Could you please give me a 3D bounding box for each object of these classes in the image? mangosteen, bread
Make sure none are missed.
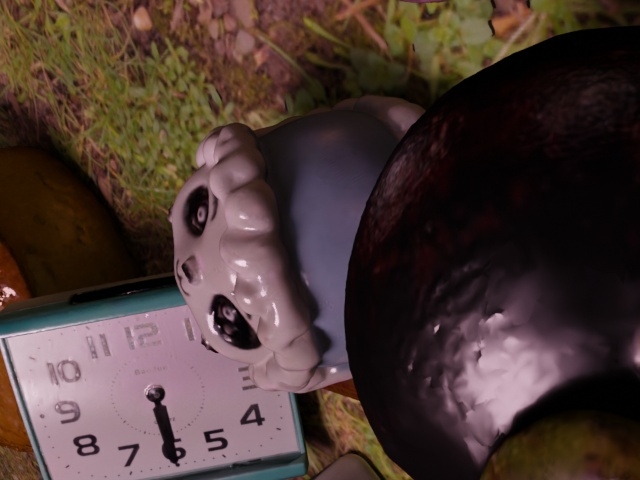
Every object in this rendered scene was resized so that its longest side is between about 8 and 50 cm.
[{"bbox_3d":[0.151,0.059,0.444,0.297,0.297,0.313,-6,66,48],"label":"mangosteen"},{"bbox_3d":[-0.379,0.070,1.073,0.398,0.215,0.398,24,129,34],"label":"bread"}]

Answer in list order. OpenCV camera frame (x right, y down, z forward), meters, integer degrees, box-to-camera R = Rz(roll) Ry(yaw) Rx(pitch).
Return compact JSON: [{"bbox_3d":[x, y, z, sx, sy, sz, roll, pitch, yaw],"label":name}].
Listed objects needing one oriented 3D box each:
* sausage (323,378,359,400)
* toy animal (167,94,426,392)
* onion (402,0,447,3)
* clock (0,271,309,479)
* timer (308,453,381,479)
[{"bbox_3d":[0.105,0.113,0.708,0.371,0.082,0.082,12,123,40],"label":"sausage"},{"bbox_3d":[0.000,0.000,0.633,0.156,0.204,0.208,148,108,-74],"label":"toy animal"},{"bbox_3d":[0.068,-0.249,0.476,0.283,0.120,0.227,-16,107,49],"label":"onion"},{"bbox_3d":[-0.159,0.140,0.897,0.116,0.262,0.231,-101,0,-70],"label":"clock"},{"bbox_3d":[-0.007,0.360,0.886,0.194,0.195,0.192,50,140,8],"label":"timer"}]
